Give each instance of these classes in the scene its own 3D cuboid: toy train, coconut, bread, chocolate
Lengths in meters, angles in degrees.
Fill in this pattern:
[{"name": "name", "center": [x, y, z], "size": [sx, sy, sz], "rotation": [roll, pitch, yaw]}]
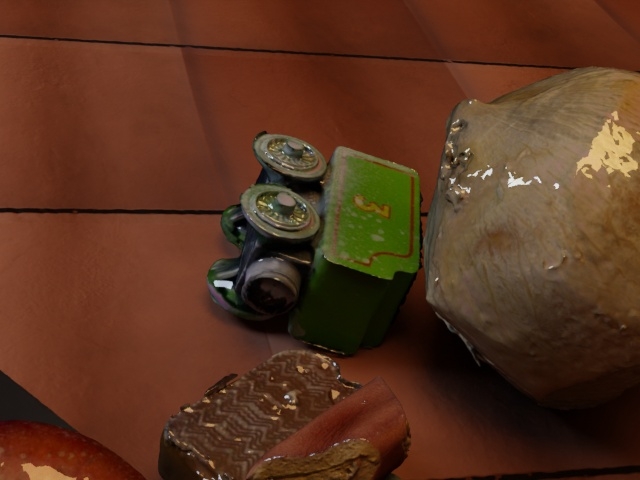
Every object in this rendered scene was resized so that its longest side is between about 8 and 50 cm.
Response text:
[{"name": "toy train", "center": [0.000, 0.000, 1.350], "size": [0.249, 0.173, 0.307], "rotation": [19, 34, -7]}, {"name": "coconut", "center": [0.287, -0.023, 1.234], "size": [0.405, 0.404, 0.404], "rotation": [9, 35, -6]}, {"name": "bread", "center": [0.029, 0.193, 0.994], "size": [0.192, 0.067, 0.119], "rotation": [-27, 15, -36]}, {"name": "chocolate", "center": [-0.049, 0.209, 1.099], "size": [0.214, 0.093, 0.148], "rotation": [-24, 50, -39]}]

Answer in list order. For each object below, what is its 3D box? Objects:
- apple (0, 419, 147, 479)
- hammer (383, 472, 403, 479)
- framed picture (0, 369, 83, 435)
[{"name": "apple", "center": [-0.235, 0.282, 0.843], "size": [0.272, 0.206, 0.251], "rotation": [14, 53, -1]}, {"name": "hammer", "center": [0.105, 0.345, 0.957], "size": [0.305, 0.113, 0.202], "rotation": [31, 42, 16]}, {"name": "framed picture", "center": [-0.390, 0.212, 1.057], "size": [0.339, 0.014, 0.255], "rotation": [30, 39, 24]}]
